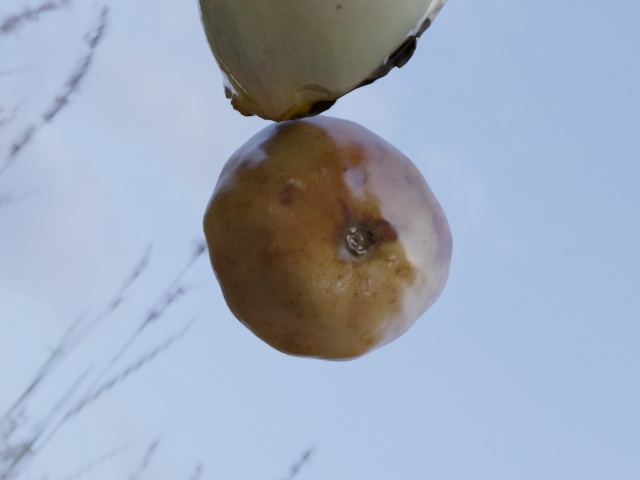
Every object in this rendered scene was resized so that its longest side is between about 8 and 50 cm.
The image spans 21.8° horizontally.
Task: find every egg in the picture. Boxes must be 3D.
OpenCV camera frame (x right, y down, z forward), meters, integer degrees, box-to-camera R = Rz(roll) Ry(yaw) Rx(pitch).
[{"bbox_3d":[-0.018,-0.239,1.282,0.174,0.264,0.286,30,-36,-27],"label":"egg"}]

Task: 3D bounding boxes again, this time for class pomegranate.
[{"bbox_3d":[0.007,-0.002,1.357,0.207,0.207,0.207,21,-42,20],"label":"pomegranate"}]
